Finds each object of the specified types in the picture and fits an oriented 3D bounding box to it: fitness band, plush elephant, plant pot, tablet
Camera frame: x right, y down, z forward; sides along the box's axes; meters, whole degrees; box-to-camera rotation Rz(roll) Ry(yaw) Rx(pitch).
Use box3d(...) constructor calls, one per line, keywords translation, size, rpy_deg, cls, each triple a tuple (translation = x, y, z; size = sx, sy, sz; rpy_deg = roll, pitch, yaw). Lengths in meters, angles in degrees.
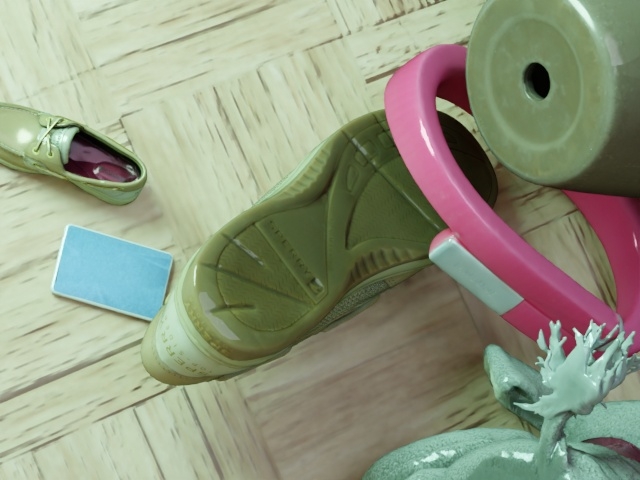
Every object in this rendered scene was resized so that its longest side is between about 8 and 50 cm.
box3d(translation=(0.159, -0.028, 1.359), size=(0.291, 0.054, 0.209), rpy_deg=(38, 39, -25), cls="fitness band")
box3d(translation=(0.182, 0.205, 1.286), size=(0.255, 0.272, 0.330), rpy_deg=(7, 110, -56), cls="plush elephant")
box3d(translation=(0.238, -0.126, 1.313), size=(0.229, 0.263, 0.263), rpy_deg=(-13, 82, -37), cls="plant pot")
box3d(translation=(-0.150, 0.024, 1.307), size=(0.083, 0.006, 0.054), rpy_deg=(17, 71, -18), cls="tablet")

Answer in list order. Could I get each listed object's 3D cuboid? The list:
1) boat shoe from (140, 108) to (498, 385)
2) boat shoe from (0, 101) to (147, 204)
box3d(translation=(0.000, 0.000, 1.320), size=(0.341, 0.110, 0.121), rpy_deg=(-29, 84, -43), cls="boat shoe")
box3d(translation=(-0.185, -0.069, 1.293), size=(0.135, 0.045, 0.050), rpy_deg=(20, 70, -17), cls="boat shoe")
